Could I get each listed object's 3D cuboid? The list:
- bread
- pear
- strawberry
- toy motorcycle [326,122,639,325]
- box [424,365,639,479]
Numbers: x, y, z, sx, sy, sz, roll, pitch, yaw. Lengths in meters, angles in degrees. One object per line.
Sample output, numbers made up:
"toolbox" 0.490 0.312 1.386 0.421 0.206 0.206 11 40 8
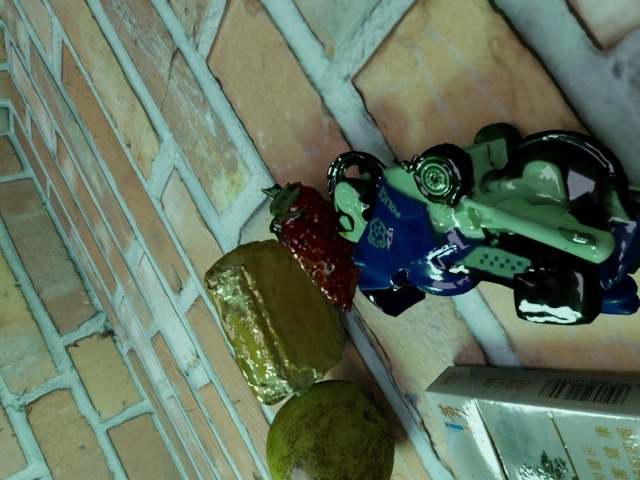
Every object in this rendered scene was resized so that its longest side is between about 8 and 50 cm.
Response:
"bread" -0.062 0.117 0.664 0.121 0.174 0.246 -10 106 52
"pear" 0.020 0.311 0.671 0.197 0.197 0.197 25 127 39
"strawberry" -0.002 -0.003 0.585 0.192 0.085 0.140 57 -176 25
"toy motorcycle" 0.127 -0.004 0.433 0.331 0.125 0.196 7 117 51
"box" 0.238 0.215 0.456 0.233 0.067 0.149 -18 95 52
